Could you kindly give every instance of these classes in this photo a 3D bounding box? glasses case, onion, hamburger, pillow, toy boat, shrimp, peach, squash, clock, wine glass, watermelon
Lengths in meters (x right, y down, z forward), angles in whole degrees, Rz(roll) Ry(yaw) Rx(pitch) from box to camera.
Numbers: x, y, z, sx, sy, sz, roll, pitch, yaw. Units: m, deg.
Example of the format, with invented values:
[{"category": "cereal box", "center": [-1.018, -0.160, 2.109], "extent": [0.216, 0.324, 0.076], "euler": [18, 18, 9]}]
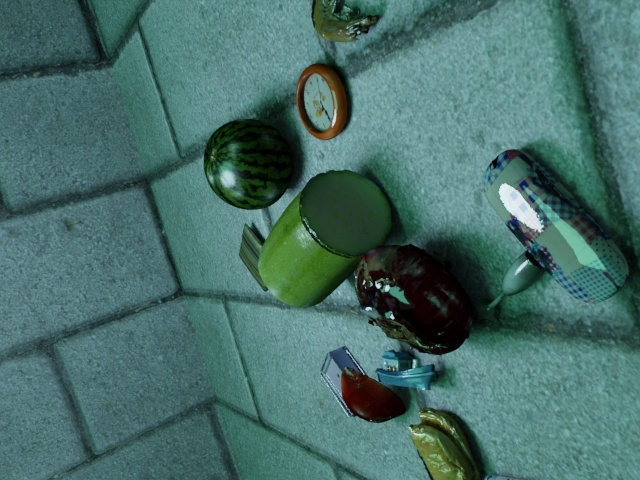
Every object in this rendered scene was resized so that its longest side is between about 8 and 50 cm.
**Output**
[{"category": "glasses case", "center": [0.423, -0.031, 1.051], "extent": [0.327, 0.076, 0.125], "euler": [55, 148, 24]}, {"category": "onion", "center": [0.220, 0.128, 1.338], "extent": [0.314, 0.232, 0.314], "euler": [35, 160, 15]}, {"category": "hamburger", "center": [0.341, 0.563, 1.499], "extent": [0.131, 0.124, 0.262], "euler": [-32, 84, 40]}, {"category": "pillow", "center": [-0.249, 0.067, 2.216], "extent": [0.208, 0.052, 0.212], "euler": [51, 147, 25]}, {"category": "toy boat", "center": [0.239, 0.349, 1.552], "extent": [0.238, 0.109, 0.098], "euler": [164, 112, -65]}, {"category": "shrimp", "center": [0.051, -0.566, 1.374], "extent": [0.253, 0.058, 0.173], "euler": [21, 116, 54]}, {"category": "peach", "center": [0.141, 0.470, 1.674], "extent": [0.189, 0.068, 0.279], "euler": [-14, 130, 39]}, {"category": "squash", "center": [0.000, 0.000, 1.568], "extent": [0.263, 0.263, 0.384], "euler": [62, 149, 14]}, {"category": "clock", "center": [0.088, 0.467, 1.881], "extent": [0.193, 0.073, 0.144], "euler": [51, 145, 29]}, {"category": "wine glass", "center": [0.395, 0.091, 1.184], "extent": [0.066, 0.066, 0.198], "euler": [55, 145, 25]}, {"category": "clock", "center": [0.003, -0.376, 1.554], "extent": [0.205, 0.051, 0.205], "euler": [33, 132, 45]}, {"category": "watermelon", "center": [-0.226, -0.240, 1.793], "extent": [0.285, 0.285, 0.285], "euler": [35, 135, 45]}]

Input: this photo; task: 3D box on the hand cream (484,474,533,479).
[{"category": "hand cream", "center": [0.467, 0.595, 1.372], "extent": [0.171, 0.043, 0.065], "euler": [-18, 88, 58]}]
